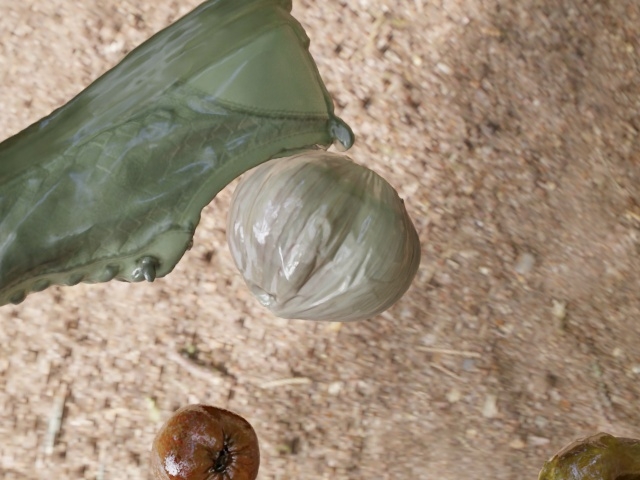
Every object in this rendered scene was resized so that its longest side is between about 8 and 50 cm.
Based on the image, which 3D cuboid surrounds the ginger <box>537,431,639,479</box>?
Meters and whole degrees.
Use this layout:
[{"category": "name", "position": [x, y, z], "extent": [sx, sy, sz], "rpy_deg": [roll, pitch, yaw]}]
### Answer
[{"category": "ginger", "position": [0.346, 0.383, 1.474], "extent": [0.274, 0.357, 0.152], "rpy_deg": [-58, 14, -22]}]

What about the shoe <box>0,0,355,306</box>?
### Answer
[{"category": "shoe", "position": [-0.106, -0.018, 0.608], "extent": [0.275, 0.103, 0.098], "rpy_deg": [-36, 90, -10]}]

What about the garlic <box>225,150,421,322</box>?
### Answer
[{"category": "garlic", "position": [0.000, 0.000, 1.893], "extent": [0.317, 0.317, 0.259], "rpy_deg": [40, 86, 29]}]

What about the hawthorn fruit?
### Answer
[{"category": "hawthorn fruit", "position": [-0.146, 0.268, 1.584], "extent": [0.138, 0.132, 0.133], "rpy_deg": [-4, 74, 60]}]
